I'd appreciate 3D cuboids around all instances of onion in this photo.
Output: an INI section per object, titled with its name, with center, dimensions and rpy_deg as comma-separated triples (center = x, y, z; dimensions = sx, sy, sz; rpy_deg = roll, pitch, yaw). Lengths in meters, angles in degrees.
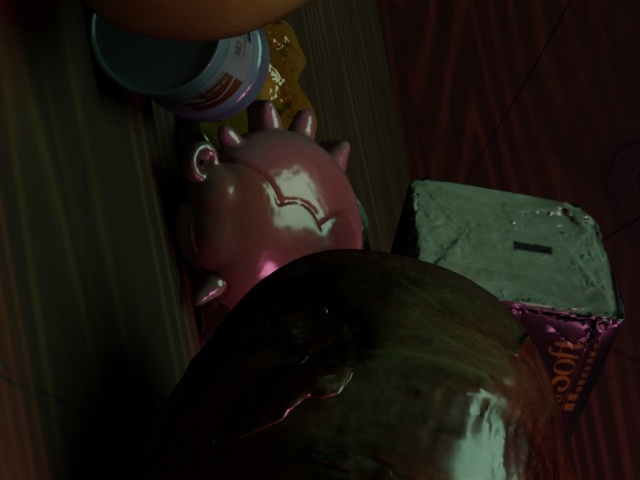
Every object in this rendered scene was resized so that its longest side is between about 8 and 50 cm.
[onion]
center = 0.014, 0.178, 1.092
dimensions = 0.353, 0.354, 0.353
rpy_deg = -11, 90, -81

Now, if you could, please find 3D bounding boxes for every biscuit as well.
[biscuit]
center = -0.069, -0.127, 1.506
dimensions = 0.184, 0.035, 0.248
rpy_deg = 40, 36, -37

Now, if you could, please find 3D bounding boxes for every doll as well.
[doll]
center = -0.029, -0.002, 1.396
dimensions = 0.262, 0.093, 0.211
rpy_deg = 33, 69, -46

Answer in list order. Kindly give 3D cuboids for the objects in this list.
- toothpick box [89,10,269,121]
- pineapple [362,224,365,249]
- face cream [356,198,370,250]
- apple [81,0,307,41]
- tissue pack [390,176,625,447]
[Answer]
[toothpick box]
center = -0.102, -0.145, 1.274
dimensions = 0.153, 0.101, 0.101
rpy_deg = 11, 68, -79
[pineapple]
center = -0.028, -0.007, 1.543
dimensions = 0.221, 0.047, 0.221
rpy_deg = 38, 35, -33
[face cream]
center = 0.000, 0.000, 1.715
dimensions = 0.101, 0.101, 0.251
rpy_deg = 69, 14, -48
[apple]
center = -0.084, -0.254, 1.072
dimensions = 0.279, 0.279, 0.279
rpy_deg = -11, 90, -81
[tissue pack]
center = 0.145, 0.132, 1.701
dimensions = 0.198, 0.210, 0.370
rpy_deg = -85, -173, -52
